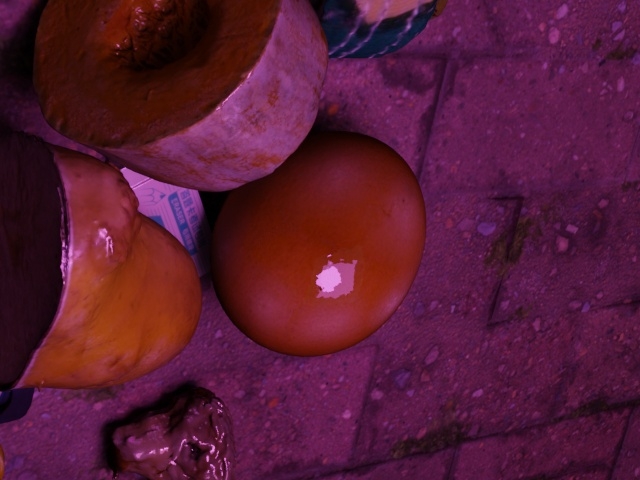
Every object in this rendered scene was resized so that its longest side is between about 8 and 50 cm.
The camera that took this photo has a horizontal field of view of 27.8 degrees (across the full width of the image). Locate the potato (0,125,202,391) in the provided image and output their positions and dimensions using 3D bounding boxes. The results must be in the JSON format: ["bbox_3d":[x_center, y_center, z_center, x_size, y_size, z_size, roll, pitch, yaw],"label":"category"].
[{"bbox_3d":[-0.262,0.027,1.596,0.296,0.290,0.397,0,139,-35],"label":"potato"}]

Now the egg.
[{"bbox_3d":[0.000,0.000,1.787,0.351,0.283,0.282,-55,139,-32],"label":"egg"}]

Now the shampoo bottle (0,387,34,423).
[{"bbox_3d":[-0.542,0.204,1.631,0.360,0.078,0.134,-1,126,-38],"label":"shampoo bottle"}]

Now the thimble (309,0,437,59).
[{"bbox_3d":[0.038,-0.363,1.617,0.167,0.288,0.254,-7,76,-33],"label":"thimble"}]

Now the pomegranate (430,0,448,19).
[{"bbox_3d":[0.154,-0.357,1.864,0.084,0.073,0.073,-52,150,-56],"label":"pomegranate"}]

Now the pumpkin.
[{"bbox_3d":[-0.153,-0.211,1.521,0.332,0.332,0.199,-51,148,-2],"label":"pumpkin"}]

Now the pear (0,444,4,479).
[{"bbox_3d":[-0.468,0.299,1.735,0.092,0.097,0.092,-21,157,-9],"label":"pear"}]

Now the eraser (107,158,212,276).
[{"bbox_3d":[-0.210,-0.038,1.767,0.096,0.052,0.225,-30,131,-18],"label":"eraser"}]

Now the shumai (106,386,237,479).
[{"bbox_3d":[-0.222,0.322,1.902,0.176,0.166,0.205,-3,92,-27],"label":"shumai"}]
